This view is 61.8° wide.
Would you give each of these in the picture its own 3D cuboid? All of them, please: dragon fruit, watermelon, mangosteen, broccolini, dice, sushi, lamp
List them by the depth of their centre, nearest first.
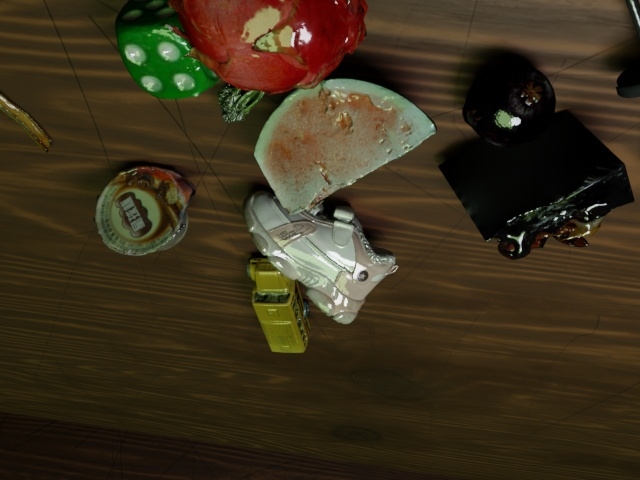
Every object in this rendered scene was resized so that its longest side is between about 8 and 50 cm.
[{"bbox_3d":[0.382,-0.326,0.677,0.130,0.108,0.371,-23,132,30],"label":"lamp"},{"bbox_3d":[-0.062,-0.310,0.698,0.253,0.240,0.241,26,140,-10],"label":"dragon fruit"},{"bbox_3d":[-0.222,-0.302,0.814,0.120,0.130,0.128,-1,142,14],"label":"dice"},{"bbox_3d":[0.292,-0.209,0.849,0.137,0.137,0.151,16,176,-9],"label":"mangosteen"},{"bbox_3d":[0.051,-0.165,0.895,0.305,0.180,0.224,-26,145,35],"label":"watermelon"},{"bbox_3d":[-0.098,-0.281,0.897,0.067,0.058,0.216,-3,152,-49],"label":"broccolini"},{"bbox_3d":[0.380,-0.078,0.946,0.227,0.215,0.212,-32,135,15],"label":"sushi"}]

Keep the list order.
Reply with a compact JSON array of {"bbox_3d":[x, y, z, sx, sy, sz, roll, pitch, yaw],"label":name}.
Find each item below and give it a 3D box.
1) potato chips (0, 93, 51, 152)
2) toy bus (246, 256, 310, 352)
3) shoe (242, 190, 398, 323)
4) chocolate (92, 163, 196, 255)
[{"bbox_3d":[-0.605,-0.250,1.047,0.037,0.026,0.204,0,145,33],"label":"potato chips"},{"bbox_3d":[-0.107,0.174,1.409,0.121,0.122,0.335,1,142,10],"label":"toy bus"},{"bbox_3d":[-0.001,-0.001,1.148,0.198,0.172,0.351,-44,104,5],"label":"shoe"},{"bbox_3d":[-0.355,-0.056,1.155,0.222,0.221,0.147,0,169,12],"label":"chocolate"}]
